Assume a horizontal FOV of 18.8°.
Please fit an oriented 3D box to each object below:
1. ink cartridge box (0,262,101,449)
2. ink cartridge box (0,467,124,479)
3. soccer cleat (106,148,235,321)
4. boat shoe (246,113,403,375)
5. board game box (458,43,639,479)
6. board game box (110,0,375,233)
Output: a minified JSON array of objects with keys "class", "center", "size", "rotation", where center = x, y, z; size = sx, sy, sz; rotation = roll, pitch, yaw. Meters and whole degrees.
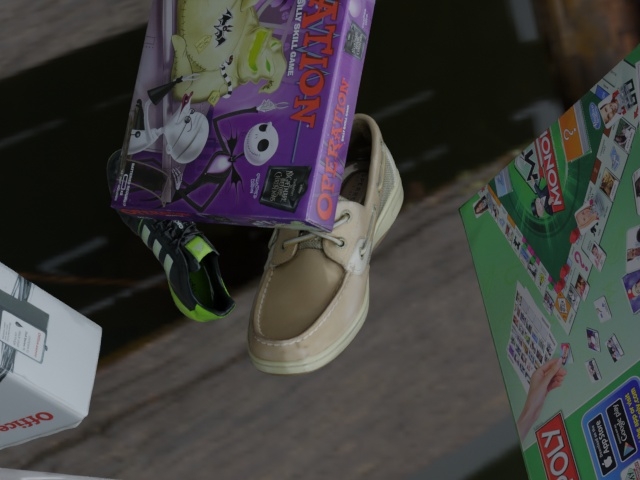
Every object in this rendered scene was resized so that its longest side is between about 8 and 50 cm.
[{"class":"ink cartridge box","center":[-0.289,0.072,1.441],"size":[0.208,0.153,0.087],"rotation":[38,47,-38]},{"class":"ink cartridge box","center":[-0.233,0.342,1.587],"size":[0.117,0.207,0.283],"rotation":[-24,117,-77]},{"class":"soccer cleat","center":[-0.130,-0.006,1.730],"size":[0.060,0.072,0.179],"rotation":[-38,110,-28]},{"class":"boat shoe","center":[0.000,0.000,1.778],"size":[0.302,0.109,0.098],"rotation":[-63,149,-44]},{"class":"board game box","center":[0.186,0.040,1.027],"size":[0.046,0.213,0.317],"rotation":[23,39,-32]},{"class":"board game box","center":[-0.053,-0.184,1.618],"size":[0.056,0.208,0.347],"rotation":[26,71,-58]}]
